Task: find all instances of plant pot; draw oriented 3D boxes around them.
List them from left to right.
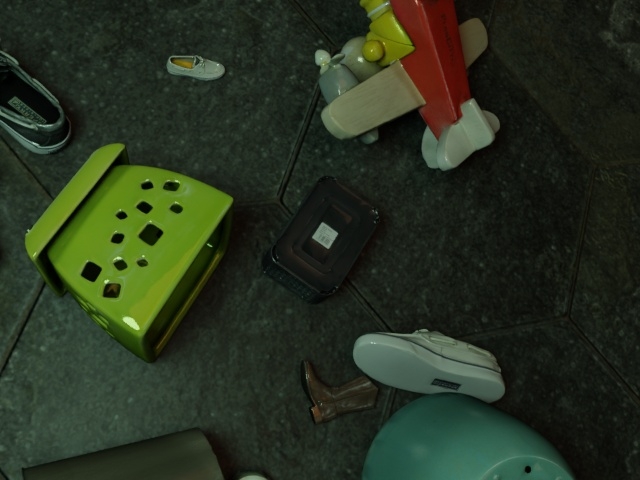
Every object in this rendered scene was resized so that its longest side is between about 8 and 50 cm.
[{"bbox_3d":[-0.268,0.014,0.951,0.207,0.228,0.227,31,68,0],"label":"plant pot"},{"bbox_3d":[0.231,0.377,0.958,0.293,0.235,0.293,2,83,-15],"label":"plant pot"}]

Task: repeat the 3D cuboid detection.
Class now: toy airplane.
[{"bbox_3d":[0.157,-0.301,1.179,0.386,0.272,0.384,23,76,-48],"label":"toy airplane"}]

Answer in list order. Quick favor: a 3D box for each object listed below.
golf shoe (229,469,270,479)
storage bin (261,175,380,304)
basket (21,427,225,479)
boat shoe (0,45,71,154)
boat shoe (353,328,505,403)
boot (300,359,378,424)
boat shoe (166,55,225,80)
[{"bbox_3d":[-0.077,0.457,0.929,0.105,0.120,0.273,-3,73,-16],"label":"golf shoe"},{"bbox_3d":[0.000,0.000,1.107,0.122,0.084,0.180,35,66,-4],"label":"storage bin"},{"bbox_3d":[-0.248,0.351,0.895,0.227,0.154,0.204,-19,82,-25],"label":"basket"},{"bbox_3d":[-0.512,-0.250,1.014,0.306,0.105,0.113,42,67,-2],"label":"boat shoe"},{"bbox_3d":[0.178,0.189,1.102,0.267,0.096,0.088,15,41,-11],"label":"boat shoe"},{"bbox_3d":[0.031,0.227,1.072,0.114,0.037,0.106,-14,91,-17],"label":"boot"},{"bbox_3d":[-0.212,-0.300,1.158,0.100,0.035,0.035,5,73,-15],"label":"boat shoe"}]
